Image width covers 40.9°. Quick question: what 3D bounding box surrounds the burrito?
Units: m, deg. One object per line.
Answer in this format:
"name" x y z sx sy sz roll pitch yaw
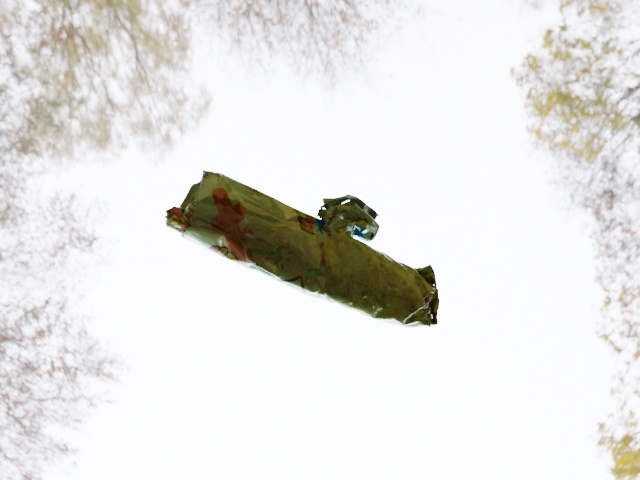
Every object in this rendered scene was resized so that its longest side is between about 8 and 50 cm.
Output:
"burrito" 0.000 0.000 0.803 0.288 0.054 0.104 25 -94 -17
